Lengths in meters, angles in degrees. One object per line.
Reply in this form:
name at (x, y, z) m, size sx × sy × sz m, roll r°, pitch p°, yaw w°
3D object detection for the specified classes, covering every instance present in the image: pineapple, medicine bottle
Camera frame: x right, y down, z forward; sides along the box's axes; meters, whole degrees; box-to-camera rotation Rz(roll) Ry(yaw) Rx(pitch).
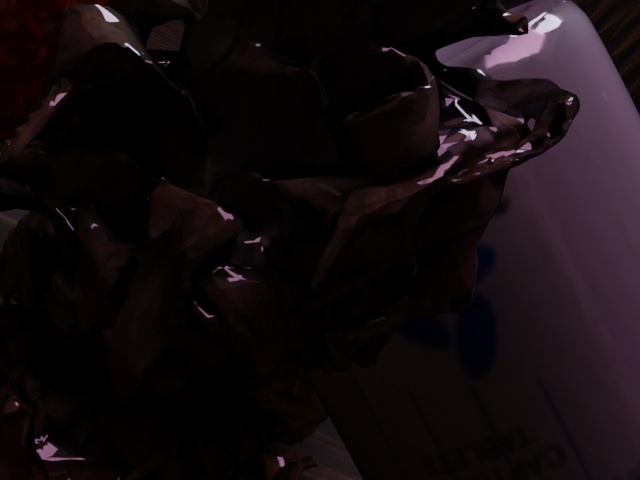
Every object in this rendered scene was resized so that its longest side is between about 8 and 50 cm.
pineapple at (-0.036, 0.024, 0.457) m, size 0.262 × 0.271 × 0.262 m, roll 26°, pitch 10°, yaw -5°
medicine bottle at (0.093, 0.061, 0.613) m, size 0.293 × 0.170 × 0.170 m, roll 61°, pitch 6°, yaw -9°

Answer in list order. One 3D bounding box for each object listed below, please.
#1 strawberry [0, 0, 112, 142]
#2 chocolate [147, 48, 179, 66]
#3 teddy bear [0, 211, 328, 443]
strawberry at (-0.199, -0.136, 0.782) m, size 0.292 × 0.292 × 0.343 m, roll 34°, pitch 1°, yaw 31°
chocolate at (-0.153, -0.067, 1.088) m, size 0.156 × 0.156 × 0.133 m, roll 34°, pitch 27°, yaw 30°
teddy bear at (-0.063, -0.018, 0.800) m, size 0.296 × 0.246 × 0.222 m, roll -85°, pitch 152°, yaw -43°
